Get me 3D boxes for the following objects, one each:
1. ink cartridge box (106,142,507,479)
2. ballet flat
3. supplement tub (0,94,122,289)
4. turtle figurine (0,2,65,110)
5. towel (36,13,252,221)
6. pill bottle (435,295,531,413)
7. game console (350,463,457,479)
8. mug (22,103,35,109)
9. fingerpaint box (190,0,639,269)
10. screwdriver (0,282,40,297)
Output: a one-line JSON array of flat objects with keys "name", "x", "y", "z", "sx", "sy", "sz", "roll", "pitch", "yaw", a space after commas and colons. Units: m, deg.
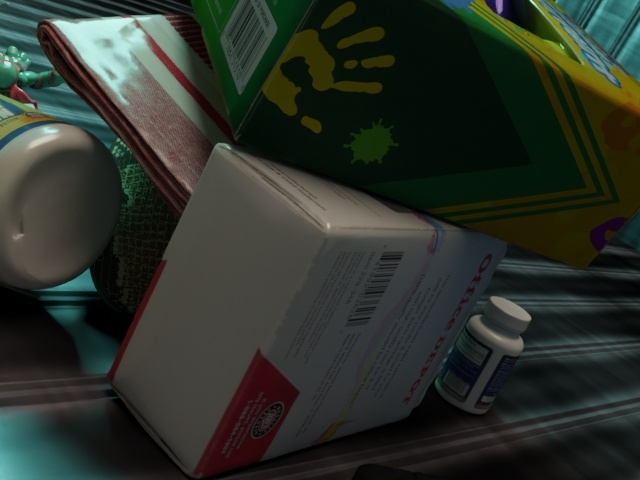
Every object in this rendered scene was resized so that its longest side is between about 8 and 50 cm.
[{"name": "ink cartridge box", "x": 0.005, "y": 0.054, "z": 0.747, "sx": 0.131, "sy": 0.226, "sz": 0.306, "roll": 37, "pitch": 19, "yaw": 29}, {"name": "ballet flat", "x": -0.105, "y": -0.121, "z": 0.946, "sx": 0.164, "sy": 0.182, "sz": 0.482, "roll": 41, "pitch": 33, "yaw": -16}, {"name": "supplement tub", "x": -0.289, "y": -0.054, "z": 0.770, "sx": 0.200, "sy": 0.144, "sz": 0.144, "roll": 23, "pitch": 13, "yaw": 31}, {"name": "turtle figurine", "x": -0.444, "y": -0.250, "z": 1.220, "sx": 0.175, "sy": 0.118, "sz": 0.234, "roll": 37, "pitch": -8, "yaw": -31}, {"name": "towel", "x": -0.065, "y": -0.132, "z": 0.822, "sx": 0.329, "sy": 0.037, "sz": 0.237, "roll": -17, "pitch": 60, "yaw": -46}, {"name": "pill bottle", "x": 0.180, "y": 0.124, "z": 0.961, "sx": 0.067, "sy": 0.120, "sz": 0.067, "roll": 23, "pitch": 17, "yaw": -8}, {"name": "game console", "x": 0.208, "y": 0.214, "z": 0.640, "sx": 0.293, "sy": 0.173, "sz": 0.250, "roll": 18, "pitch": 18, "yaw": -24}, {"name": "mug", "x": -0.384, "y": -0.138, "z": 1.067, "sx": 0.064, "sy": 0.062, "sz": 0.078, "roll": 5, "pitch": 18, "yaw": -31}, {"name": "fingerpaint box", "x": 0.076, "y": -0.214, "z": 0.830, "sx": 0.371, "sy": 0.163, "sz": 0.444, "roll": 19, "pitch": 31, "yaw": -29}, {"name": "screwdriver", "x": -0.323, "y": 0.021, "z": 0.748, "sx": 0.170, "sy": 0.024, "sz": 0.025, "roll": 27, "pitch": 45, "yaw": -16}]
